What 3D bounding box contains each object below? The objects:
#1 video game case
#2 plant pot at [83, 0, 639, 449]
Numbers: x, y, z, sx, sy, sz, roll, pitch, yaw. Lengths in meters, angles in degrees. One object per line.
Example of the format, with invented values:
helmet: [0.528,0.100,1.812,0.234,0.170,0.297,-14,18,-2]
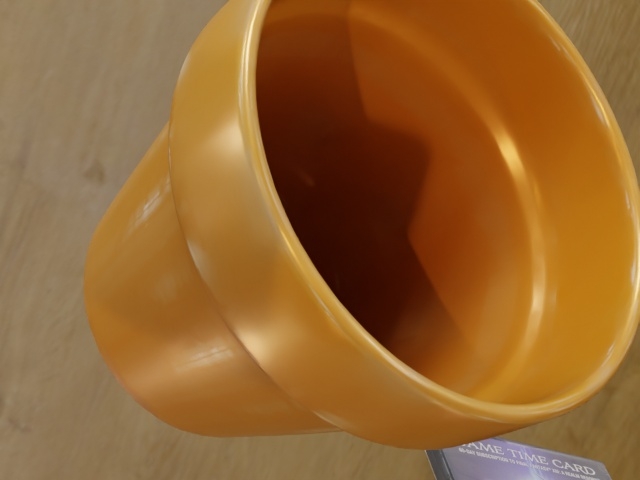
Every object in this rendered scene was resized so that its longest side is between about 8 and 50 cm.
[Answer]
video game case: [0.206,0.268,1.151,0.196,0.274,0.026,16,117,-22]
plant pot: [0.000,0.000,0.578,0.205,0.205,0.188,51,137,-9]
